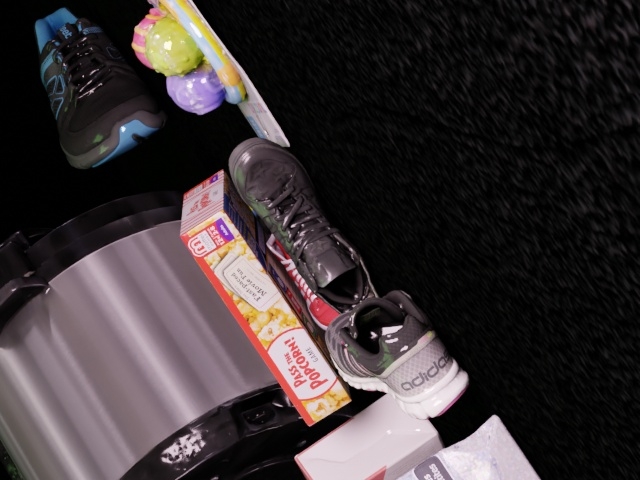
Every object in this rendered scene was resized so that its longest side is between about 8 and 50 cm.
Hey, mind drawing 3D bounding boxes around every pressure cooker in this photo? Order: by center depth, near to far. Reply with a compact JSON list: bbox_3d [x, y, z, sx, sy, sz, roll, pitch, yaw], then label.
[{"bbox_3d":[-0.183,0.151,2.181,0.420,0.375,0.370,54,158,28],"label":"pressure cooker"}]

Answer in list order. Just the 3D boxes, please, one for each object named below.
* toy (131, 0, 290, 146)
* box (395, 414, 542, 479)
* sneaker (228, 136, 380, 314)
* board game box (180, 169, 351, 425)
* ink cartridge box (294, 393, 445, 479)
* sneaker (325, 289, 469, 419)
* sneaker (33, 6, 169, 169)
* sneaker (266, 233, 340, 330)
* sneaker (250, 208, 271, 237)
[{"bbox_3d":[-0.117,-0.159,1.493,0.237,0.056,0.137,58,175,-8],"label":"toy"},{"bbox_3d":[0.125,0.265,1.330,0.247,0.142,0.163,56,174,10],"label":"box"},{"bbox_3d":[-0.002,0.002,1.448,0.170,0.051,0.089,56,176,-36],"label":"sneaker"},{"bbox_3d":[-0.045,0.045,1.644,0.193,0.045,0.147,56,-174,-13],"label":"board game box"},{"bbox_3d":[0.064,0.229,1.743,0.067,0.115,0.198,51,171,39],"label":"ink cartridge box"},{"bbox_3d":[0.042,0.066,1.357,0.075,0.063,0.170,59,169,-21],"label":"sneaker"},{"bbox_3d":[-0.280,-0.183,2.335,0.139,0.125,0.341,65,169,-22],"label":"sneaker"},{"bbox_3d":[-0.007,0.026,1.620,0.067,0.042,0.118,58,177,-39],"label":"sneaker"},{"bbox_3d":[-0.063,0.017,1.896,0.188,0.067,0.078,46,161,48],"label":"sneaker"}]
